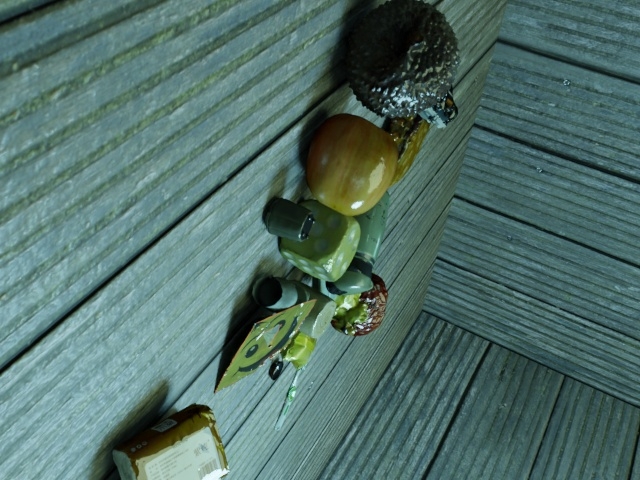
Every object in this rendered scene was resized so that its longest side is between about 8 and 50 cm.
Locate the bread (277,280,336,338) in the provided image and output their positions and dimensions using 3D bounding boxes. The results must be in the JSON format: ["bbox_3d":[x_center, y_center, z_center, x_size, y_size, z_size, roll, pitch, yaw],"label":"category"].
[{"bbox_3d":[-0.043,0.205,2.014,0.133,0.141,0.148,-60,160,-8],"label":"bread"}]

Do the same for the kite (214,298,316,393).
[{"bbox_3d":[-0.151,0.276,1.825,0.378,0.013,0.327,-40,159,-15],"label":"kite"}]

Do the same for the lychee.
[{"bbox_3d":[0.205,-0.449,1.685,0.300,0.300,0.300,-54,158,-34],"label":"lychee"}]

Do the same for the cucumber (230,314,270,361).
[{"bbox_3d":[-0.195,0.259,1.815,0.168,0.039,0.039,-53,158,-22],"label":"cucumber"}]

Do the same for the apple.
[{"bbox_3d":[0.073,-0.190,1.730,0.240,0.242,0.242,-66,162,0],"label":"apple"}]

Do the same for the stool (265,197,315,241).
[{"bbox_3d":[-0.075,-0.049,1.659,0.096,0.110,0.096,20,90,-74],"label":"stool"}]

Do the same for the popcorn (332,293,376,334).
[{"bbox_3d":[0.070,0.202,2.233,0.174,0.195,0.168,-27,145,-56],"label":"popcorn"}]

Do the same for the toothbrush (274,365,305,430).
[{"bbox_3d":[-0.109,0.560,2.447,0.030,0.030,0.303,-12,126,-68],"label":"toothbrush"}]

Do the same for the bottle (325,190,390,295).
[{"bbox_3d":[0.100,0.001,1.990,0.168,0.169,0.346,69,30,-65],"label":"bottle"}]

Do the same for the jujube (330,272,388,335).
[{"bbox_3d":[0.134,0.232,2.422,0.213,0.213,0.232,-41,150,-52],"label":"jujube"}]

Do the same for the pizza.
[{"bbox_3d":[0.272,-0.322,2.287,0.408,0.114,0.277,-56,160,-31],"label":"pizza"}]

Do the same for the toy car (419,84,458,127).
[{"bbox_3d":[0.367,-0.520,2.181,0.193,0.118,0.301,28,52,-56],"label":"toy car"}]

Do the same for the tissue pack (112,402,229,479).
[{"bbox_3d":[-0.325,0.488,1.485,0.226,0.092,0.183,-22,103,-40],"label":"tissue pack"}]

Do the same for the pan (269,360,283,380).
[{"bbox_3d":[-0.145,0.404,2.153,0.068,0.024,0.115,-56,162,-27],"label":"pan"}]

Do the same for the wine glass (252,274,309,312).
[{"bbox_3d":[-0.107,0.151,1.826,0.103,0.103,0.222,-66,162,-2],"label":"wine glass"}]

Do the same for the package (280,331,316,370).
[{"bbox_3d":[-0.066,0.329,2.179,0.226,0.090,0.168,66,47,-69],"label":"package"}]

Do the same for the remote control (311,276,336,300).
[{"bbox_3d":[0.015,0.086,2.088,0.104,0.052,0.247,-26,122,-51],"label":"remote control"}]

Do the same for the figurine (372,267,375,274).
[{"bbox_3d":[0.162,0.158,2.567,0.147,0.126,0.192,-18,119,-87],"label":"figurine"}]

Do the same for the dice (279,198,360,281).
[{"bbox_3d":[0.000,0.000,1.834,0.169,0.169,0.166,-62,161,-16],"label":"dice"}]
